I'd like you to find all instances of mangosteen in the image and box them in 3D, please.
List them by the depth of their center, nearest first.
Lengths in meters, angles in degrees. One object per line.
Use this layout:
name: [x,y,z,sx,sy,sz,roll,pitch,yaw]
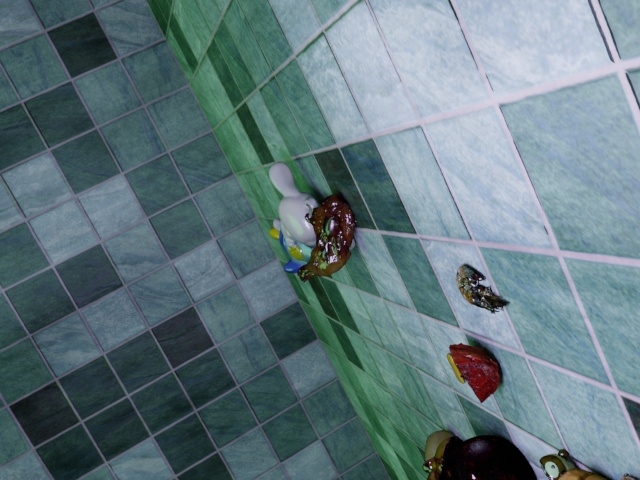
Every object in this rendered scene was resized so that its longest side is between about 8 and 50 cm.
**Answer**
mangosteen: [0.396,0.606,1.601,0.287,0.233,0.287,52,170,14]

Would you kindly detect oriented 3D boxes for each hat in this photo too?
hat: [0.488,0.462,1.291,0.076,0.059,0.077,45,-168,-15]

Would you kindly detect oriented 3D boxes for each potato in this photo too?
potato: [0.393,0.667,1.951,0.157,0.157,0.194,77,173,-49]

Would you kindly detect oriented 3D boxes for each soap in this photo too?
soap: [0.350,0.333,1.661,0.089,0.012,0.034,63,167,-6]

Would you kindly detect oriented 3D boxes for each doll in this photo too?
doll: [-0.044,-0.033,2.103,0.365,0.187,0.376,105,148,-57]

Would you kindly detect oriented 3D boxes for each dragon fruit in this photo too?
dragon fruit: [0.344,0.269,1.425,0.162,0.083,0.106,49,-166,-32]

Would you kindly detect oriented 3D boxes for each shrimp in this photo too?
shrimp: [0.310,0.099,1.273,0.091,0.034,0.161,66,167,-18]

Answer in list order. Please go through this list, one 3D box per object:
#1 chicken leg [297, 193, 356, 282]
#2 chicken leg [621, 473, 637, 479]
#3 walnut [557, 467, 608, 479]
chicken leg: [0.008,0.008,1.884,0.177,0.083,0.322,29,122,39]
chicken leg: [0.554,0.481,1.070,0.196,0.080,0.125,52,176,8]
walnut: [0.501,0.517,1.194,0.144,0.144,0.180,43,152,55]
